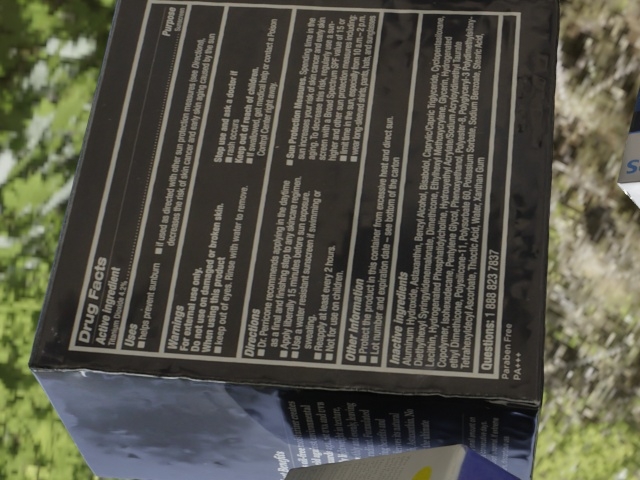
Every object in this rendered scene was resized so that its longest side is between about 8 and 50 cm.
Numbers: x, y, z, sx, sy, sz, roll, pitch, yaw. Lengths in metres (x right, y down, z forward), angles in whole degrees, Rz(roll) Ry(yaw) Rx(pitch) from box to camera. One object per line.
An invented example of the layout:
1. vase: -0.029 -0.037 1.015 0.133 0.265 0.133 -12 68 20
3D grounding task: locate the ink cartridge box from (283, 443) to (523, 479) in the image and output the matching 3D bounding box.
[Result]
1. ink cartridge box: 0.149 0.208 0.772 0.304 0.307 0.072 34 -114 -14

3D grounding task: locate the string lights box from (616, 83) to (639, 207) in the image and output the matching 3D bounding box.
1. string lights box: 0.299 -0.117 1.069 0.077 0.133 0.259 -4 -123 37

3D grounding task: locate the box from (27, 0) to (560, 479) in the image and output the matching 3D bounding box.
1. box: 0.000 0.000 0.952 0.294 0.182 0.296 4 -121 7
